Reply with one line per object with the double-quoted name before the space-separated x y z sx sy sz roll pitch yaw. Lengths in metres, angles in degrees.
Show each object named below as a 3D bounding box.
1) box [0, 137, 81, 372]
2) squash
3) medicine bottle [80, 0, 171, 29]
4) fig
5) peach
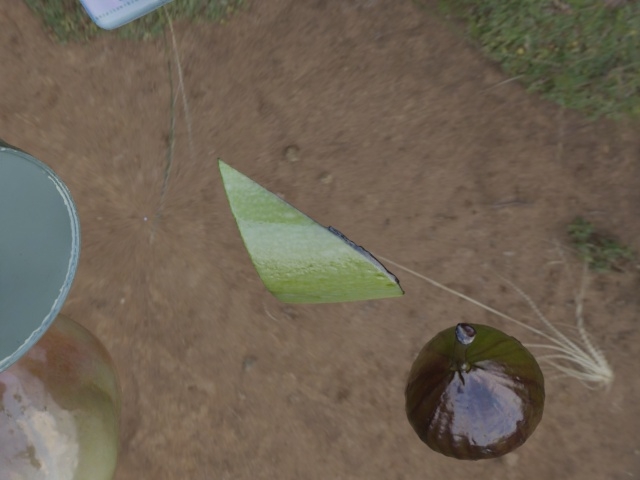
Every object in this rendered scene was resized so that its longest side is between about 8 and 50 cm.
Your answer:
"box" -0.334 -0.002 0.961 0.149 0.226 0.226 33 85 36
"squash" 0.000 0.000 1.347 0.155 0.237 0.204 -21 68 9
"medicine bottle" -0.150 -0.259 0.815 0.119 0.094 0.188 -23 119 15
"fig" 0.214 0.194 1.714 0.217 0.321 0.217 -8 59 13
"peach" -0.368 0.215 1.407 0.247 0.292 0.292 1 91 24
